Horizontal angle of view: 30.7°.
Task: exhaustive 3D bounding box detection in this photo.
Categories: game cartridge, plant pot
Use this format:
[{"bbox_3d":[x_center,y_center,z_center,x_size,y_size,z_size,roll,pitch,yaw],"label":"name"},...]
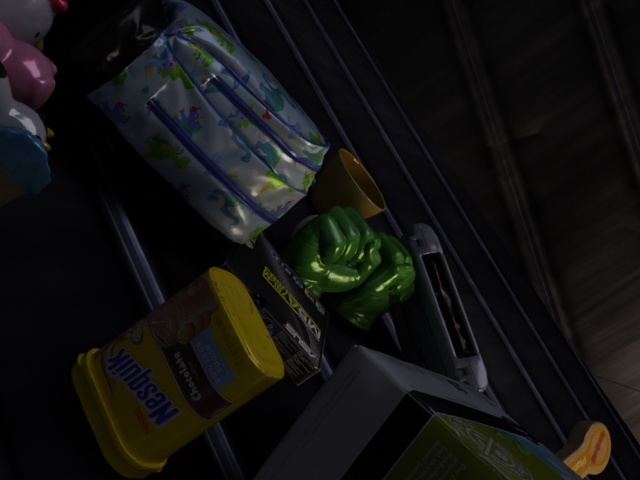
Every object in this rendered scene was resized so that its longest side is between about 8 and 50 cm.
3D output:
[{"bbox_3d":[0.178,0.146,1.859,0.198,0.062,0.297,102,-25,-59],"label":"game cartridge"},{"bbox_3d":[0.039,-0.082,2.072,0.134,0.095,0.134,48,16,-19],"label":"plant pot"}]

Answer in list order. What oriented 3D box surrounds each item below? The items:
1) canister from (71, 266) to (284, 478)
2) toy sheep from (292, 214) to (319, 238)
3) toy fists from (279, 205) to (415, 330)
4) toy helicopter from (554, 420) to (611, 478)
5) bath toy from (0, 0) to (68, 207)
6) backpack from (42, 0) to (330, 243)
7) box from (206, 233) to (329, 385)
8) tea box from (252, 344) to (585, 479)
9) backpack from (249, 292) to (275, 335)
[{"bbox_3d":[-0.129,0.118,1.052,0.126,0.170,0.073,61,17,24],"label":"canister"},{"bbox_3d":[0.000,0.000,1.812,0.091,0.091,0.132,61,8,22],"label":"toy sheep"},{"bbox_3d":[0.051,0.041,1.734,0.096,0.142,0.279,43,7,38],"label":"toy fists"},{"bbox_3d":[0.335,0.386,1.723,0.355,0.140,0.235,-28,106,-42],"label":"toy helicopter"},{"bbox_3d":[-0.322,-0.168,1.170,0.348,0.129,0.151,-102,-174,-53],"label":"bath toy"},{"bbox_3d":[-0.160,-0.156,1.442,0.355,0.273,0.290,61,-7,-24],"label":"backpack"},{"bbox_3d":[-0.066,0.076,1.545,0.191,0.045,0.184,50,14,-12],"label":"box"},{"bbox_3d":[0.151,0.309,1.212,0.323,0.220,0.329,41,8,31],"label":"tea box"},{"bbox_3d":[-0.112,0.109,1.239,0.114,0.105,0.084,17,39,-57],"label":"backpack"}]
